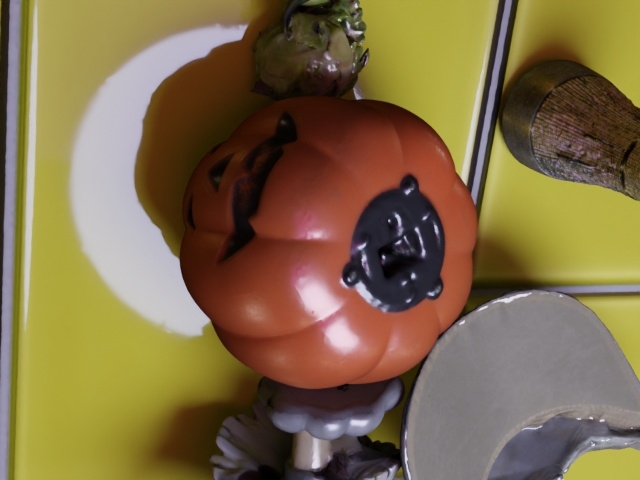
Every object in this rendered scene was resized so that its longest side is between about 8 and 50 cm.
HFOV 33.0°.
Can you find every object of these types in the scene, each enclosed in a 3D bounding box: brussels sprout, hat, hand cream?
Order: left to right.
[{"bbox_3d":[-0.002,-0.126,0.694,0.085,0.058,0.085,-3,96,-27],"label":"brussels sprout"},{"bbox_3d":[0.135,0.147,0.816,0.214,0.149,0.245,-39,107,-17],"label":"hat"},{"bbox_3d":[0.200,-0.061,0.709,0.084,0.203,0.084,-7,111,-18],"label":"hand cream"}]

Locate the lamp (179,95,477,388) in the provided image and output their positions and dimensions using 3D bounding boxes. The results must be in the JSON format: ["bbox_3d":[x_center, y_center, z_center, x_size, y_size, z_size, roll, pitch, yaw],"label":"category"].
[{"bbox_3d":[0.000,0.000,0.688,0.187,0.164,0.188,-2,93,-36],"label":"lamp"}]

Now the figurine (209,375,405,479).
[{"bbox_3d":[-0.021,0.268,0.776,0.166,0.207,0.387,17,110,20],"label":"figurine"}]
